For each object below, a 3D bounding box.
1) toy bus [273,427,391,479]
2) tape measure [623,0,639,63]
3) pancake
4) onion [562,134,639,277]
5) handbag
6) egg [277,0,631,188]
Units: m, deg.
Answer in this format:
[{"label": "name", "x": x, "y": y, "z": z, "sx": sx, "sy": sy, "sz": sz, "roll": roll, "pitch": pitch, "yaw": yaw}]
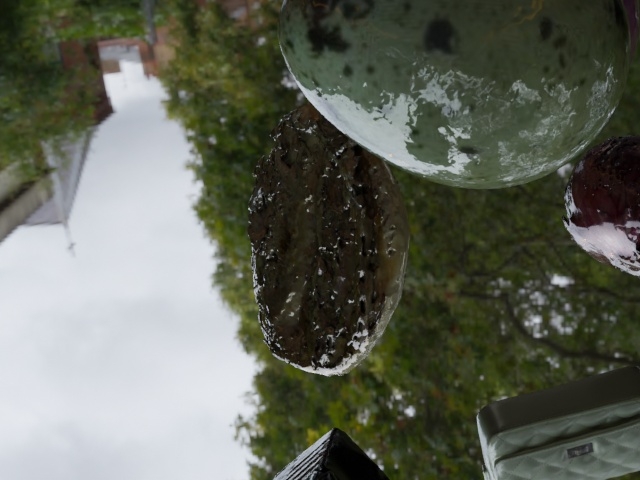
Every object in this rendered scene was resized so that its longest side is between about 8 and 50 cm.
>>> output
[{"label": "toy bus", "x": -0.021, "y": 0.234, "z": 0.558, "sx": 0.092, "sy": 0.093, "sz": 0.409, "roll": -40, "pitch": -179, "yaw": 16}, {"label": "tape measure", "x": 0.232, "y": -0.251, "z": 1.047, "sx": 0.231, "sy": 0.149, "sz": 0.245, "roll": -16, "pitch": -124, "yaw": 12}, {"label": "pancake", "x": -0.001, "y": 0.000, "z": 1.262, "sx": 0.071, "sy": 0.382, "sz": 0.382, "roll": -3, "pitch": -163, "yaw": -31}, {"label": "onion", "x": 0.451, "y": -0.053, "z": 1.240, "sx": 0.252, "sy": 0.252, "sz": 0.219, "roll": 17, "pitch": -111, "yaw": 46}, {"label": "handbag", "x": 0.339, "y": 0.289, "z": 1.234, "sx": 0.256, "sy": 0.219, "sz": 0.079, "roll": -17, "pitch": -151, "yaw": 5}, {"label": "egg", "x": 0.085, "y": -0.123, "z": 0.599, "sx": 0.228, "sy": 0.177, "sz": 0.177, "roll": 4, "pitch": -161, "yaw": -13}]
